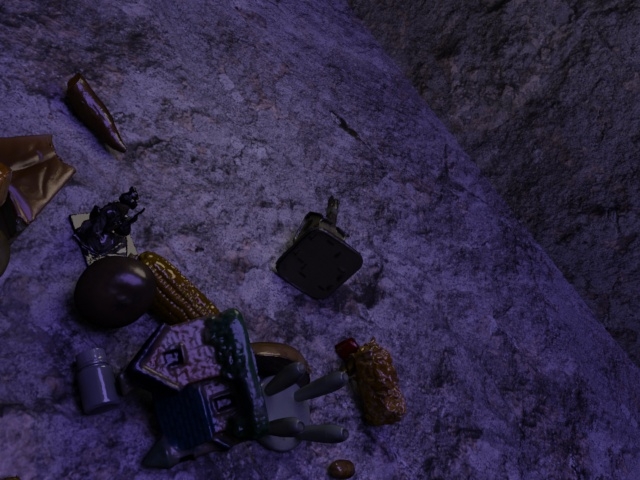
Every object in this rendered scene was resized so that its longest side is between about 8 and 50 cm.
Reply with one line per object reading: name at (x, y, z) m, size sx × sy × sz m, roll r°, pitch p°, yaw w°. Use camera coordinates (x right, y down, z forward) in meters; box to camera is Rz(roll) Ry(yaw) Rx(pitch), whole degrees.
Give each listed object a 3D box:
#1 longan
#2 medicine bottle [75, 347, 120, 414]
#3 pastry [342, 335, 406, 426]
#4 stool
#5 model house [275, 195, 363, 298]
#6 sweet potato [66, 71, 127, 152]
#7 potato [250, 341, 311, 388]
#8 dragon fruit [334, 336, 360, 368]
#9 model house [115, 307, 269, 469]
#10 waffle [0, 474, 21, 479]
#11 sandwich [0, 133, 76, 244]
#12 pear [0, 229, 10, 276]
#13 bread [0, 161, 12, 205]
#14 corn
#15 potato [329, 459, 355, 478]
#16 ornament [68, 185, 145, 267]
longan at (-0.471, 0.118, 1.819) m, size 0.167 × 0.187 × 0.168 m, roll -13°, pitch 90°, yaw -88°
medicine bottle at (-0.491, 0.308, 1.731) m, size 0.080 × 0.080 × 0.131 m, roll 2°, pitch 61°, yaw -45°
pastry at (0.155, 0.407, 2.264) m, size 0.102 × 0.154 × 0.250 m, roll -15°, pitch 83°, yaw -39°
stool at (-0.055, 0.420, 1.980) m, size 0.195 × 0.198 × 0.196 m, roll 18°, pitch 61°, yaw -34°
model house at (0.000, 0.000, 2.405) m, size 0.204 × 0.218 × 0.279 m, roll 37°, pitch 28°, yaw -21°
sweet potato at (-0.602, -0.330, 2.112) m, size 0.244 × 0.077 × 0.077 m, roll 58°, pitch 38°, yaw -8°
potato at (-0.119, 0.301, 2.094) m, size 0.261 × 0.120 × 0.100 m, roll 25°, pitch 41°, yaw -32°
dragon fruit at (0.116, 0.342, 2.341) m, size 0.097 × 0.063 × 0.131 m, roll -25°, pitch 81°, yaw -51°
model house at (-0.300, 0.337, 1.770) m, size 0.280 × 0.245 × 0.313 m, roll -12°, pitch 82°, yaw -24°
waffle at (-0.624, 0.431, 1.344) m, size 0.259 × 0.293 × 0.069 m, roll 10°, pitch 76°, yaw -30°
sandwich at (-0.666, -0.110, 1.806) m, size 0.198 × 0.155 × 0.228 m, roll -13°, pitch 72°, yaw -49°
pear at (-0.732, 0.031, 1.635) m, size 0.167 × 0.136 × 0.167 m, roll -16°, pitch 117°, yaw -35°
bread at (-0.789, -0.137, 1.632) m, size 0.288 × 0.119 × 0.152 m, roll 19°, pitch 27°, yaw 10°
corn at (-0.343, 0.160, 1.967) m, size 0.363 × 0.120 × 0.120 m, roll 42°, pitch 40°, yaw -15°
potato at (0.058, 0.608, 2.100) m, size 0.083 × 0.040 × 0.051 m, roll 16°, pitch 42°, yaw -40°
ornament at (-0.487, -0.045, 1.912) m, size 0.166 × 0.196 × 0.153 m, roll -11°, pitch 69°, yaw -48°
